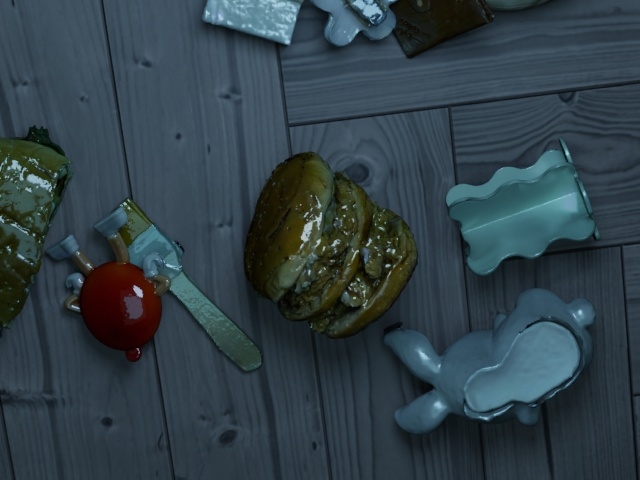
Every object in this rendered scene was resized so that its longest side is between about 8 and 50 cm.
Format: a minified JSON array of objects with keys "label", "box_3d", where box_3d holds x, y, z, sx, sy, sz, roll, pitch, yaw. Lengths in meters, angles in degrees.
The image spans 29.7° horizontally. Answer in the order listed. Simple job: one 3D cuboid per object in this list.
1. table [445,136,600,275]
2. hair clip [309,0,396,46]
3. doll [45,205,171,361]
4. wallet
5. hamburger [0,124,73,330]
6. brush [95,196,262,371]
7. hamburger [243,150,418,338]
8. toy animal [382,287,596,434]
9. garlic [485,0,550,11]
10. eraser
[{"label":"table","box_3d":[0.296,-0.043,1.803,0.198,0.166,0.167,-21,102,9]},{"label":"hair clip","box_3d":[0.018,-0.377,1.694,0.146,0.075,0.257,-41,112,11]},{"label":"doll","box_3d":[-0.304,0.074,1.817,0.183,0.085,0.217,-26,93,22]},{"label":"wallet","box_3d":[0.163,-0.326,1.736,0.026,0.176,0.095,-43,107,-33]},{"label":"hamburger","box_3d":[-0.496,-0.031,1.767,0.211,0.132,0.309,21,101,-9]},{"label":"brush","box_3d":[-0.208,0.077,1.860,0.085,0.020,0.336,-40,101,4]},{"label":"hamburger","box_3d":[0.003,0.006,1.762,0.211,0.261,0.245,27,143,-23]},{"label":"toy animal","box_3d":[0.264,0.186,1.843,0.325,0.154,0.209,-8,95,3]},{"label":"garlic","box_3d":[0.249,-0.420,1.751,0.338,0.151,0.196,-11,79,9]},{"label":"eraser","box_3d":[-0.062,-0.463,1.734,0.144,0.078,0.343,15,100,-5]}]
